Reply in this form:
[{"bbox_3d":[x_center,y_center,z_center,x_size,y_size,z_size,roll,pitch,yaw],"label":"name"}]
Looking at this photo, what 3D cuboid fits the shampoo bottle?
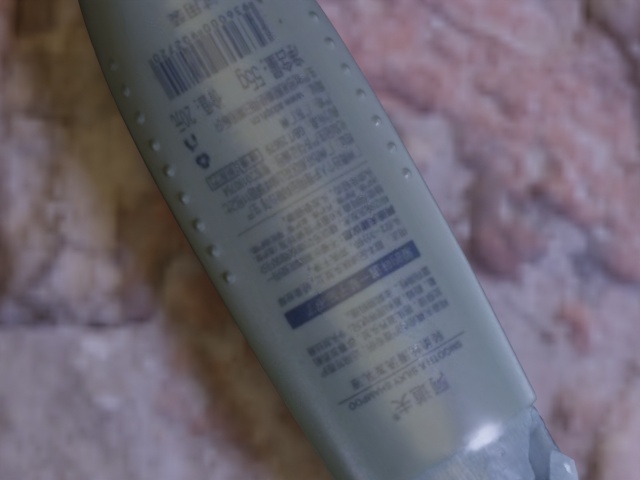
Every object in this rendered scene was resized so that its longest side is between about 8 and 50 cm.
[{"bbox_3d":[0.000,0.000,0.599,0.072,0.049,0.212,-28,90,-6],"label":"shampoo bottle"}]
